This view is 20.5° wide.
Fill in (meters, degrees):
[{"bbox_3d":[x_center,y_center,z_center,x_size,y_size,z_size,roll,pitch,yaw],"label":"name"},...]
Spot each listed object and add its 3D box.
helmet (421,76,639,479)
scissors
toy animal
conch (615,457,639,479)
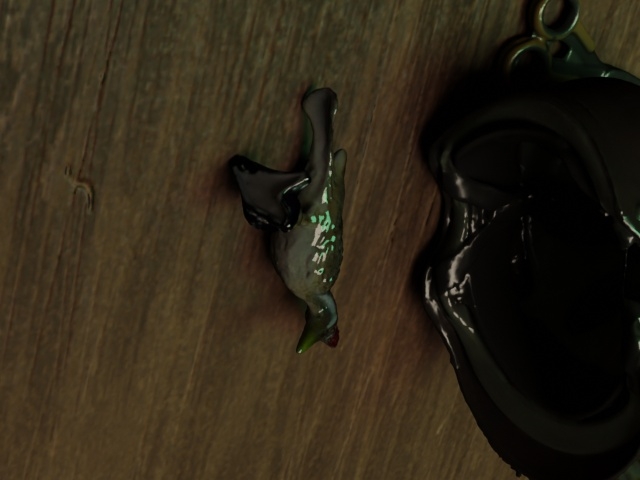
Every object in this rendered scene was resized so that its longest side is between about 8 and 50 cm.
[{"bbox_3d":[0.206,0.017,1.298,0.177,0.225,0.305,-26,125,-35],"label":"helmet"},{"bbox_3d":[0.217,-0.125,1.354,0.220,0.017,0.088,21,101,-45],"label":"scissors"},{"bbox_3d":[-0.007,0.001,1.232,0.105,0.070,0.202,-42,134,-35],"label":"toy animal"},{"bbox_3d":[0.437,0.216,1.622,0.303,0.215,0.319,15,108,-31],"label":"conch"}]
